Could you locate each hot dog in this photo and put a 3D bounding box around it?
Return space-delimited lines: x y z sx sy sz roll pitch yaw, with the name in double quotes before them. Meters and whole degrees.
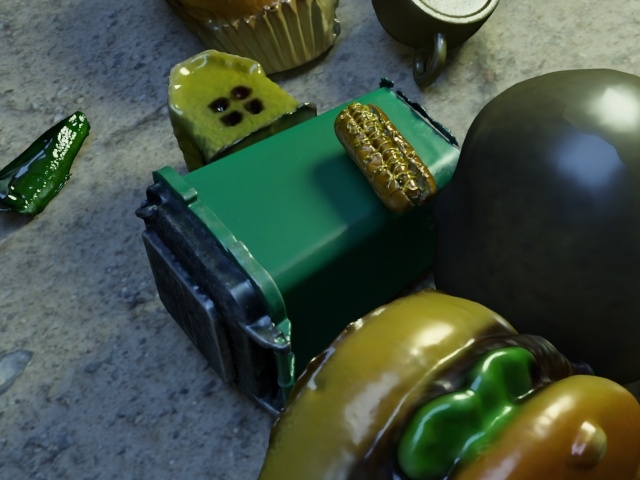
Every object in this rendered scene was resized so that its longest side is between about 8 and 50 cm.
"hot dog" 0.073 -0.100 1.328 0.071 0.045 0.165 -20 55 -18

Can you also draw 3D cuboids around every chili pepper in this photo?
"chili pepper" -0.430 -0.117 1.730 0.108 0.062 0.216 22 58 27

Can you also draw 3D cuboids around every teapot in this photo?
"teapot" 0.161 -0.359 1.732 0.185 0.175 0.268 7 73 -16

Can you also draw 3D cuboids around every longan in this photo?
"longan" 0.288 -0.014 1.291 0.360 0.361 0.361 -6 51 8

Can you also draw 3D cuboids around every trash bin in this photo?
"trash bin" 0.000 0.000 1.419 0.381 0.259 0.295 -32 57 -18

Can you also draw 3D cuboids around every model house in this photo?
"model house" -0.109 -0.146 1.598 0.174 0.193 0.234 -28 49 -9

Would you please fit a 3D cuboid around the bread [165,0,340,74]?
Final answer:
"bread" -0.144 -0.417 1.825 0.388 0.183 0.236 34 63 32

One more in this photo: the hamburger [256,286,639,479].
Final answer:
"hamburger" 0.143 0.266 1.109 0.277 0.396 0.396 32 65 33
